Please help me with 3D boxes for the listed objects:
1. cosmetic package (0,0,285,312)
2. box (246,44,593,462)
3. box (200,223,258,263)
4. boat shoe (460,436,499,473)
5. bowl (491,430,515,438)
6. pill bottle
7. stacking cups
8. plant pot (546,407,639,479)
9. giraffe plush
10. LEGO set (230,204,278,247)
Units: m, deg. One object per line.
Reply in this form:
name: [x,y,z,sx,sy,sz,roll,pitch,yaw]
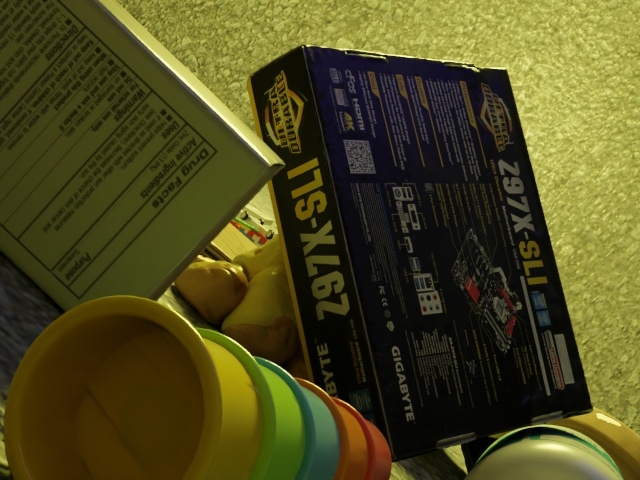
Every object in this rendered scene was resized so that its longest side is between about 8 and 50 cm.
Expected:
cosmetic package: [-0.180,-0.096,0.667,0.296,0.153,0.129,45,6,-1]
box: [0.087,0.008,0.884,0.257,0.079,0.322,-3,76,-45]
box: [-0.103,0.008,1.172,0.164,0.021,0.201,42,5,-25]
boat shoe: [0.215,0.265,1.156,0.092,0.103,0.285,38,2,-11]
bowl: [0.123,0.079,1.192,0.289,0.156,0.289,26,6,-3]
pill bottle: [0.179,0.228,0.857,0.146,0.146,0.264,45,6,13]
stacking cups: [-0.026,0.101,0.550,0.096,0.096,0.316,46,6,24]
plant pot: [0.346,0.331,1.336,0.237,0.109,0.237,46,-21,24]
giraffe plush: [-0.007,0.022,0.947,0.181,0.170,0.210,42,5,-14]
LEGO set: [-0.109,-0.024,1.393,0.182,0.060,0.244,32,3,5]
